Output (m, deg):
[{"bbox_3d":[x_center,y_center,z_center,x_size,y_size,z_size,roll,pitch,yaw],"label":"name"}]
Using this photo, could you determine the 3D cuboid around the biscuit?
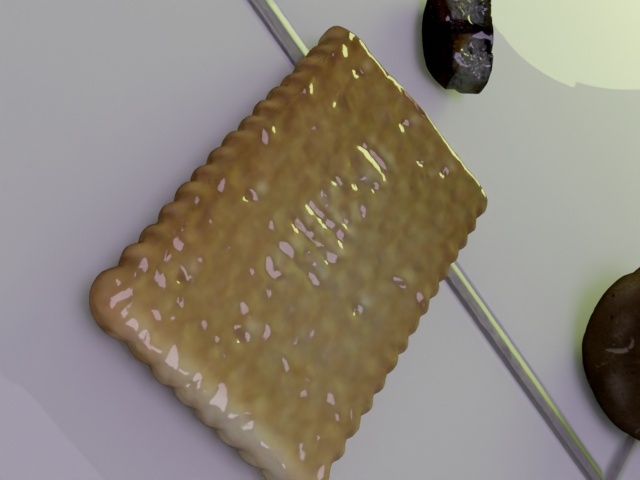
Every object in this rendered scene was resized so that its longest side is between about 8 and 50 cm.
[{"bbox_3d":[0.000,0.000,0.462,0.160,0.030,0.249,46,54,-16],"label":"biscuit"}]

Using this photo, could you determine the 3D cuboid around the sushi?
[{"bbox_3d":[0.092,-0.143,0.578,0.046,0.044,0.083,6,70,-13],"label":"sushi"}]

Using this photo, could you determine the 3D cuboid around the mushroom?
[{"bbox_3d":[0.269,0.074,0.612,0.170,0.080,0.135,-41,112,-34],"label":"mushroom"}]
